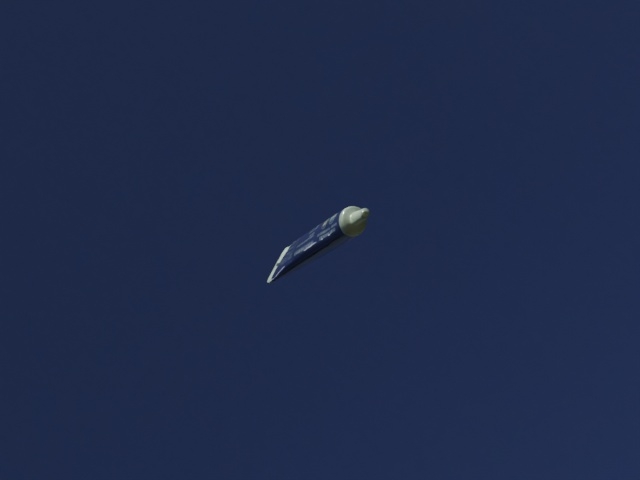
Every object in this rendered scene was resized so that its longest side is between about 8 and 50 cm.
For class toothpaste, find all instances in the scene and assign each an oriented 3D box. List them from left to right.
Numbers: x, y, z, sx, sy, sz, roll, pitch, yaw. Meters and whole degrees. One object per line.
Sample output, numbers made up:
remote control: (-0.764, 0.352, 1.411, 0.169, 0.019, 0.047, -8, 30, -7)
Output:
toothpaste: (0.000, 0.000, 1.351, 0.021, 0.140, 0.037, 38, -120, -13)
